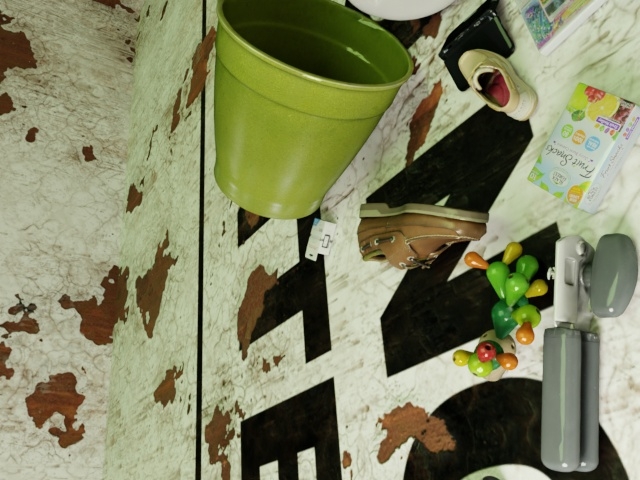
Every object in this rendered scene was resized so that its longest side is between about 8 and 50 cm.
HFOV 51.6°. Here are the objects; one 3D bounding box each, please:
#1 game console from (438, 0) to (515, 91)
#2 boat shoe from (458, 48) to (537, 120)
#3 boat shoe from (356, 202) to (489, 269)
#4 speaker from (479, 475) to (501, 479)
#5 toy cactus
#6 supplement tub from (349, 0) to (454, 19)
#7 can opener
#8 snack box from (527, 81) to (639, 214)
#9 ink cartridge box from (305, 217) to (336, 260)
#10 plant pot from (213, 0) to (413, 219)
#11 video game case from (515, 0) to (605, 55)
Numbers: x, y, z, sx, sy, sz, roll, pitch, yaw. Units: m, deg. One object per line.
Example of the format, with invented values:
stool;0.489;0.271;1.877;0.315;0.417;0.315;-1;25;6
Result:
game console;0.259;-0.323;1.077;0.122;0.071;0.107;-35;20;47
boat shoe;0.254;-0.242;0.991;0.063;0.059;0.170;-62;40;28
boat shoe;0.156;-0.002;1.044;0.307;0.110;0.105;-176;94;-69
speaker;0.193;0.367;0.878;0.136;0.055;0.055;-52;38;34
toy cactus;0.223;0.112;0.849;0.219;0.112;0.181;-63;-20;-46
supplement tub;0.143;-0.578;1.155;0.228;0.228;0.317;-26;58;52
can opener;0.304;0.126;0.769;0.093;0.074;0.281;-4;75;57
snack box;0.338;-0.118;0.843;0.141;0.037;0.100;-66;31;18
ink cartridge box;0.000;0.000;1.359;0.048;0.028;0.083;21;96;59
plant pot;-0.058;-0.242;1.282;0.367;0.366;0.353;-111;34;-44
video game case;0.351;-0.365;0.937;0.157;0.019;0.143;-44;44;41
